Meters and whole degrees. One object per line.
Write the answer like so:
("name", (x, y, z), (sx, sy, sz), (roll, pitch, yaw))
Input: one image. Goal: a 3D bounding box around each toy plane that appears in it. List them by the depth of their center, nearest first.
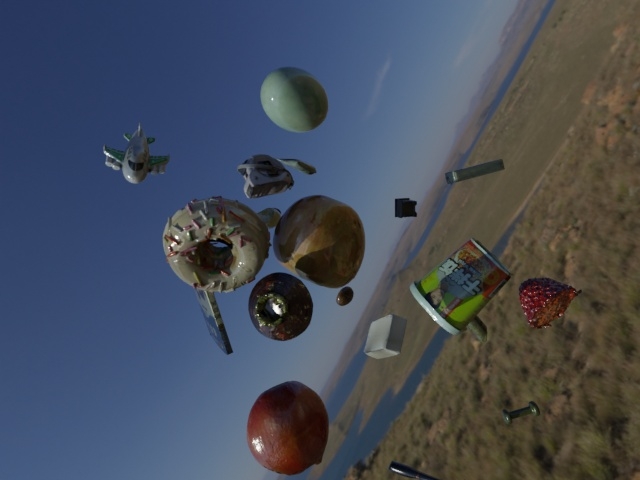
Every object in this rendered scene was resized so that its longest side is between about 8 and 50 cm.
("toy plane", (-0.512, -0.239, 1.288), (0.174, 0.174, 0.080), (-56, 4, -31))

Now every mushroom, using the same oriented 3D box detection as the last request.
("mushroom", (-0.237, -0.095, 2.033), (0.107, 0.087, 0.333), (-56, -4, 7))
("mushroom", (0.137, 0.312, 2.566), (0.126, 0.085, 0.109), (-39, -11, -33))

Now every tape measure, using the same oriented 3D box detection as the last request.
("tape measure", (-0.237, -0.279, 1.955), (0.236, 0.197, 0.120), (-14, -30, -38))

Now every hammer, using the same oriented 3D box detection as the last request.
("hammer", (0.361, 0.783, 1.513), (0.137, 0.290, 0.037), (29, -112, -51))

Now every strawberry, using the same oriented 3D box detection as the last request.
("strawberry", (0.883, 0.219, 1.835), (0.234, 0.178, 0.234), (-18, -43, -18))

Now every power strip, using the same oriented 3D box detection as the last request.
("power strip", (0.644, -0.288, 1.916), (0.272, 0.052, 0.078), (-16, 5, -14))

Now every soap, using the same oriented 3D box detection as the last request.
("soap", (0.210, 0.318, 1.512), (0.183, 0.064, 0.121), (132, 158, -66))

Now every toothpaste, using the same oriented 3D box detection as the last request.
("toothpaste", (-0.062, -0.239, 1.482), (0.255, 0.067, 0.037), (-1, -80, -71))

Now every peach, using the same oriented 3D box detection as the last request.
("peach", (-0.134, 0.787, 1.930), (0.290, 0.372, 0.372), (-34, 11, 41))

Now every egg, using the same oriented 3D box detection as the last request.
("egg", (-0.113, -0.639, 2.106), (0.389, 0.276, 0.276), (13, -74, -62))

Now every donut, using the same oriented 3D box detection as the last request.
("donut", (-0.359, 0.027, 1.614), (0.142, 0.383, 0.382), (-106, 33, -54))

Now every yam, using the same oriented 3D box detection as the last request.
("yam", (0.678, 0.373, 1.986), (0.070, 0.146, 0.070), (-41, 4, 3))

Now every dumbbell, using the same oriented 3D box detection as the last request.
("dumbbell", (0.668, 0.575, 1.537), (0.052, 0.118, 0.046), (-106, -1, -77))

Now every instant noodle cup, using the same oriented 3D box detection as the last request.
("instant noodle cup", (0.555, 0.167, 1.780), (0.308, 0.294, 0.294), (-47, -5, 16))

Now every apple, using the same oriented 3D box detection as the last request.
("apple", (0.000, 0.000, 1.854), (0.391, 0.391, 0.346), (39, -107, -81))

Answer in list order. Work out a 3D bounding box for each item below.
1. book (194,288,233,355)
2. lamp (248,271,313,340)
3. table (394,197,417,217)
("book", (-0.479, 0.244, 1.928), (0.039, 0.428, 0.300), (-21, 14, -24))
("lamp", (-0.141, 0.232, 1.615), (0.247, 0.247, 0.247), (-59, -9, -16))
("table", (0.373, -0.140, 2.010), (0.082, 0.070, 0.083), (-147, 54, -73))
